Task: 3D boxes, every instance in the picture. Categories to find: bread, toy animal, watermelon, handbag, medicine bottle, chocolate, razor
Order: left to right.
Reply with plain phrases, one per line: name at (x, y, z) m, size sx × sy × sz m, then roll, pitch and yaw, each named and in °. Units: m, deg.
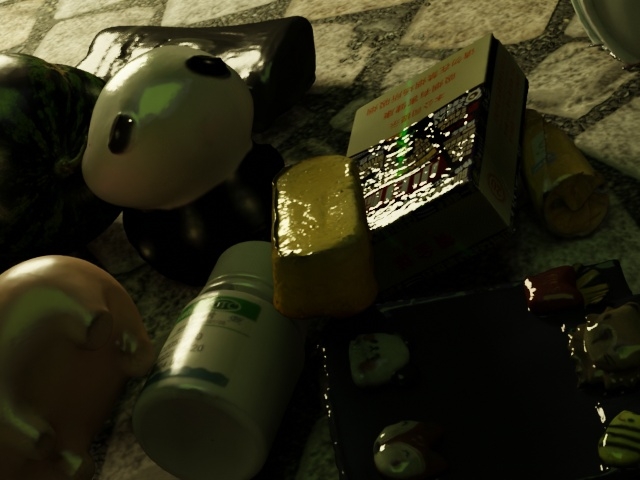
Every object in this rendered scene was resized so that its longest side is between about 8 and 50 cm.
toy animal at (-0.317, 0.155, 1.474) m, size 0.269 × 0.237 × 0.326 m, roll 13°, pitch 61°, yaw 47°
watermelon at (-0.354, -0.101, 1.868) m, size 0.269 × 0.269 × 0.269 m, roll -14°, pitch 33°, yaw 9°
toy animal at (-0.158, -0.091, 1.751) m, size 0.212 × 0.267 × 0.212 m, roll -19°, pitch 32°, yaw 12°
razor at (-0.175, -0.216, 2.073) m, size 0.349 × 0.113 × 0.204 m, roll 1°, pitch 39°, yaw 26°
medicine bottle at (-0.086, 0.115, 1.520) m, size 0.139 × 0.139 × 0.237 m, roll -5°, pitch 38°, yaw 22°
bread at (0.000, 0.000, 1.489) m, size 0.102 × 0.094 × 0.245 m, roll -9°, pitch 25°, yaw 1°
handbag at (0.169, 0.150, 1.356) m, size 0.329 × 0.122 × 0.303 m, roll -17°, pitch 33°, yaw 3°
chocolate at (0.248, -0.084, 1.698) m, size 0.085 × 0.086 × 0.219 m, roll -20°, pitch 29°, yaw 1°

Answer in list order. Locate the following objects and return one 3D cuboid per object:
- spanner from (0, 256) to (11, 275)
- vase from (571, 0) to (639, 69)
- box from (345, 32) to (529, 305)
spanner at (-0.379, 0.049, 1.883) m, size 0.087 × 0.024 × 0.316 m, roll -26°, pitch 32°, yaw -18°
vase at (0.382, -0.438, 1.797) m, size 0.250 × 0.445 × 0.250 m, roll -13°, pitch 34°, yaw 9°
box at (0.120, -0.081, 1.694) m, size 0.198 × 0.084 × 0.310 m, roll -28°, pitch 27°, yaw 27°
